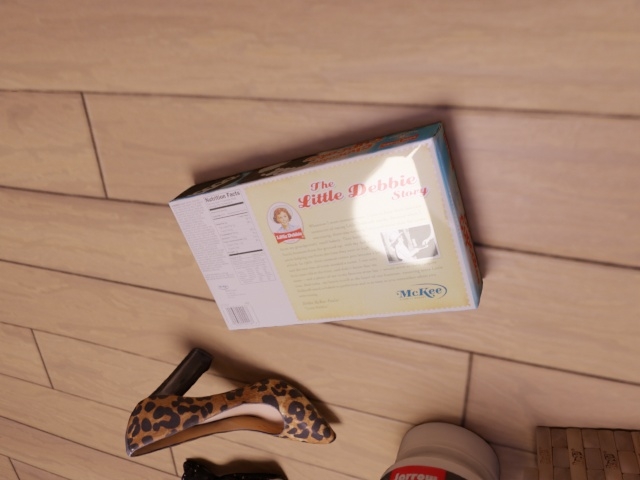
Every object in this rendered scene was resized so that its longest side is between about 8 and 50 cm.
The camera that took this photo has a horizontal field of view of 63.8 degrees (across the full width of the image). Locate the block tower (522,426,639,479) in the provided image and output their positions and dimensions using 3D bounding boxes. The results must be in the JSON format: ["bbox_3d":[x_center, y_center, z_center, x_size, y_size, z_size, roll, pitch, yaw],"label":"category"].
[{"bbox_3d":[0.396,0.270,0.545,0.335,0.097,0.091,-7,114,24],"label":"block tower"}]

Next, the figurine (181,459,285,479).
[{"bbox_3d":[-0.171,0.489,0.852,0.209,0.215,0.092,-4,158,31],"label":"figurine"}]

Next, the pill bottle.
[{"bbox_3d":[0.125,0.360,0.590,0.161,0.283,0.161,10,120,18],"label":"pill bottle"}]

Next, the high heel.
[{"bbox_3d":[-0.121,0.266,0.701,0.261,0.186,0.093,22,123,11],"label":"high heel"}]

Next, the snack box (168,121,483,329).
[{"bbox_3d":[0.000,0.000,0.582,0.321,0.060,0.187,-9,113,27],"label":"snack box"}]
